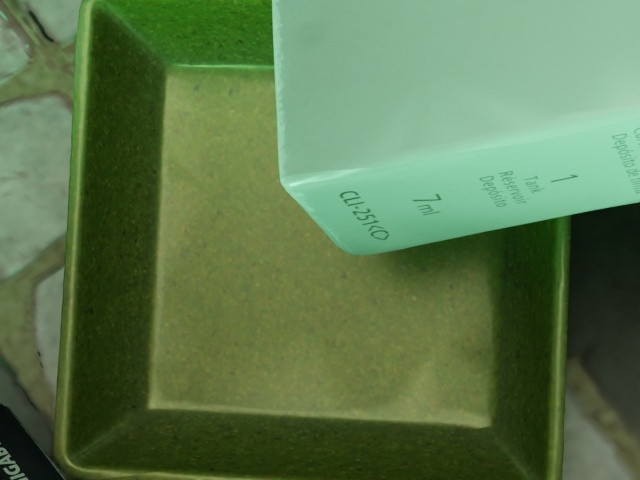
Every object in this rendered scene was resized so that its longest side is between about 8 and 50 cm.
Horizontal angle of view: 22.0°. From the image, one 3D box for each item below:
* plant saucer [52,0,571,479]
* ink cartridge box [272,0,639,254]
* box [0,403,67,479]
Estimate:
[{"bbox_3d":[0.000,0.000,0.623,0.188,0.045,0.188,2,86,9],"label":"plant saucer"},{"bbox_3d":[0.111,-0.160,0.548,0.261,0.066,0.296,-11,65,16],"label":"ink cartridge box"},{"bbox_3d":[-0.129,0.152,0.505,0.175,0.051,0.220,-17,39,-30],"label":"box"}]
